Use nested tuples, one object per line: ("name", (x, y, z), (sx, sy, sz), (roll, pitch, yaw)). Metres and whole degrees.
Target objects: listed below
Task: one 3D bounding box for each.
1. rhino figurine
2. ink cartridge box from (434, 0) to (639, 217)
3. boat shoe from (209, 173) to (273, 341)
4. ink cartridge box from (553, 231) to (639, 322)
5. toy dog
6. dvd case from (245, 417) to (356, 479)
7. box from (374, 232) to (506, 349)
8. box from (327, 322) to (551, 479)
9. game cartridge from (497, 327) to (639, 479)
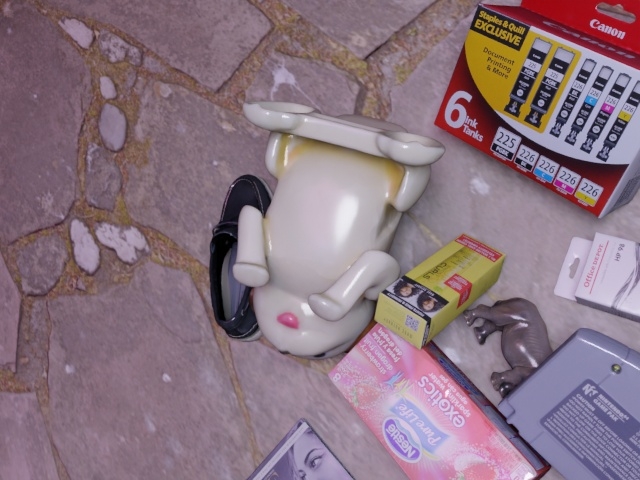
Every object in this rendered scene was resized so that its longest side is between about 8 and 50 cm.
("rhino figurine", (0.309, 0.197, 0.908), (0.106, 0.073, 0.243), (-26, 69, 17))
("ink cartridge box", (0.363, -0.234, 0.908), (0.309, 0.130, 0.271), (38, 128, 31))
("boat shoe", (-0.160, 0.018, 1.177), (0.127, 0.113, 0.339), (-3, 73, 27))
("ink cartridge box", (0.441, 0.056, 0.891), (0.180, 0.060, 0.104), (18, 84, 30))
("toy dog", (0.000, 0.000, 0.989), (0.285, 0.395, 0.407), (14, 105, 4))
("dvd case", (-0.015, 0.439, 1.031), (0.164, 0.018, 0.221), (-49, 60, 6))
("box", (0.187, 0.070, 0.931), (0.087, 0.232, 0.058), (32, 132, 31))
("box", (0.173, 0.267, 0.910), (0.142, 0.154, 0.300), (-47, 61, 7))
("game cartridge", (0.402, 0.261, 0.784), (0.294, 0.060, 0.196), (44, 123, 16))
